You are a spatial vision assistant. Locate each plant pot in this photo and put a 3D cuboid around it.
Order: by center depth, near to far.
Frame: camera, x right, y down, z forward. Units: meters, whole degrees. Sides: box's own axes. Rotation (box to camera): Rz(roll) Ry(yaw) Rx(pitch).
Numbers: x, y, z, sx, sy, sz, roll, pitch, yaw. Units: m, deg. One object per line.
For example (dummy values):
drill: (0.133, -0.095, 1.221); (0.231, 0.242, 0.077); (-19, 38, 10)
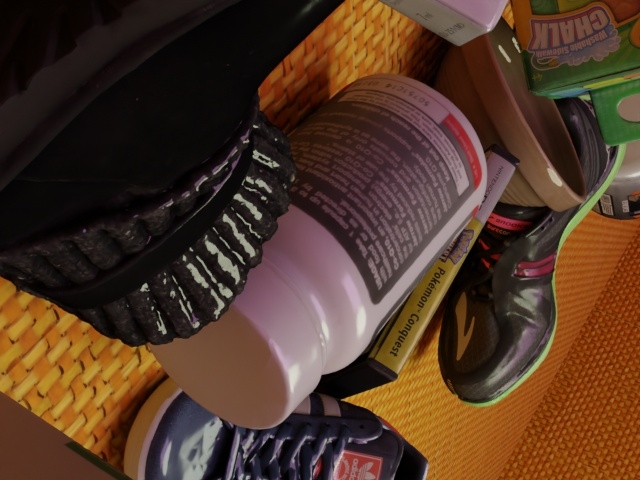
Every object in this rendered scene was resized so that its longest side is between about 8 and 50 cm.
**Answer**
plant pot: (0.188, -0.127, 0.989); (0.237, 0.109, 0.237); (45, 31, -37)

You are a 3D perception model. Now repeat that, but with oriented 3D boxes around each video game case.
video game case: (0.086, 0.048, 0.942); (0.248, 0.035, 0.275); (-58, -178, -19)

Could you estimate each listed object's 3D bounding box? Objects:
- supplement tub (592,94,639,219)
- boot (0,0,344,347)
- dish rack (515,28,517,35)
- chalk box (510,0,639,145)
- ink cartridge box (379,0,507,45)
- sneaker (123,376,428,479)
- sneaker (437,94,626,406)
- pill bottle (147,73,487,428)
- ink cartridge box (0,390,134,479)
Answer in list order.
supplement tub: (0.557, -0.159, 1.665); (0.207, 0.207, 0.338); (-65, 156, -3)
boot: (-0.050, -0.085, 0.459); (0.348, 0.131, 0.260); (-32, 154, 11)
dish rack: (0.350, -0.325, 1.256); (0.271, 0.074, 0.208); (-38, 145, -50)
chalk box: (0.311, -0.249, 0.960); (0.179, 0.180, 0.289); (-15, 92, -61)
ink cartridge box: (0.051, -0.295, 0.544); (0.275, 0.239, 0.060); (-65, -167, -4)
sneaker: (-0.016, 0.192, 0.814); (0.350, 0.148, 0.131); (16, 89, -55)
sneaker: (0.268, 0.002, 1.308); (0.202, 0.185, 0.483); (17, 93, -48)
pill bottle: (0.000, 0.000, 0.708); (0.283, 0.161, 0.161); (-45, 149, -39)
ink cartridge box: (-0.163, 0.216, 0.578); (0.087, 0.153, 0.208); (-46, 149, -36)
